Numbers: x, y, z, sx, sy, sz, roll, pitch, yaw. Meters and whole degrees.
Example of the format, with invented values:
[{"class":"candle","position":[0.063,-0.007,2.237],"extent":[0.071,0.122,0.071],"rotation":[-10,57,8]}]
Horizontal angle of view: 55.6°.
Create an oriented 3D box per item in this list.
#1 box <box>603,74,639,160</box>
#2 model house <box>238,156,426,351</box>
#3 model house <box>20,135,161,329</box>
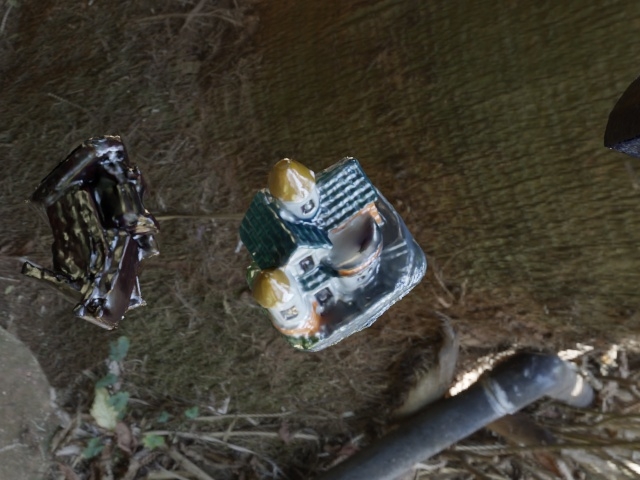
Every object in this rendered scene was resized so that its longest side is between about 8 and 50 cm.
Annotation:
[{"class":"box","position":[0.353,-0.058,0.419],"extent":[0.168,0.260,0.071],"rotation":[-18,128,-82]},{"class":"model house","position":[0.000,0.000,0.876],"extent":[0.272,0.190,0.300],"rotation":[-32,150,-3]},{"class":"model house","position":[-0.222,0.009,0.641],"extent":[0.141,0.203,0.164],"rotation":[-29,85,-9]}]
